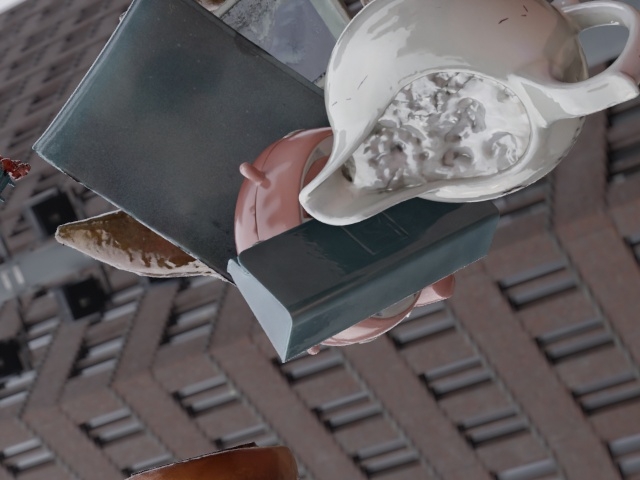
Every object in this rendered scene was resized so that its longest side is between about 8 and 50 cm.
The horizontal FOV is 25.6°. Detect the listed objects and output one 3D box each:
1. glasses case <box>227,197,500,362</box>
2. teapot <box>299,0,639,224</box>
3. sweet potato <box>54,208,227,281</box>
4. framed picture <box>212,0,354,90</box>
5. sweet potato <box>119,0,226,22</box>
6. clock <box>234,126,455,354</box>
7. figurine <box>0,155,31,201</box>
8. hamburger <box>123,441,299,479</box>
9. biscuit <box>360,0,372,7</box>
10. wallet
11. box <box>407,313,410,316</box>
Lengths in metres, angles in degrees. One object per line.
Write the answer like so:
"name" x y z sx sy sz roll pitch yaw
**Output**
"glasses case" 0.049 0.008 1.306 0.266 0.056 0.105 -26 -100 -35
"teapot" 0.121 -0.117 1.113 0.208 0.300 0.166 52 -138 -23
"sweet potato" -0.180 -0.011 1.874 0.131 0.337 0.131 -172 90 -82
"framed picture" -0.077 -0.273 2.032 0.209 0.281 0.019 57 -154 13
"sweet potato" -0.184 -0.377 2.192 0.057 0.265 0.057 -18 -90 -82
"clock" 0.000 0.000 1.440 0.241 0.142 0.227 -25 -85 -53
"figurine" -0.409 -0.104 1.622 0.075 0.068 0.140 -52 -56 -10
"hamburger" -0.131 0.386 1.775 0.291 0.291 0.225 13 -123 -59
"biscuit" 0.091 -0.378 1.483 0.074 0.359 0.381 -33 -103 -31
"wallet" -0.139 -0.123 1.590 0.290 0.251 0.054 33 176 -6
"box" 0.151 0.042 2.111 0.043 0.089 0.125 32 -123 9
